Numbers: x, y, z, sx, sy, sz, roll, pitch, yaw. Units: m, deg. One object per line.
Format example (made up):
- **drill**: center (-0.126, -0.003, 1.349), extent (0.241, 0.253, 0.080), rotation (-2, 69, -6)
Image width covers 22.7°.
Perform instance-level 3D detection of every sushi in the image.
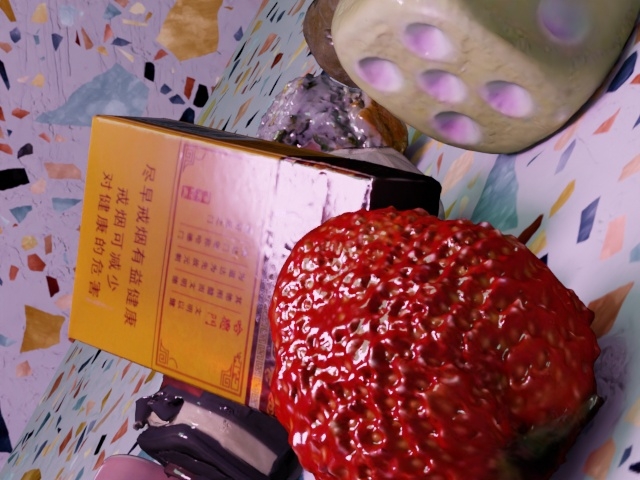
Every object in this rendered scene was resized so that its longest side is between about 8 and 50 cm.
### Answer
- **sushi**: center (-0.005, -0.104, 2.120), extent (0.274, 0.184, 0.139), rotation (-47, 16, 40)

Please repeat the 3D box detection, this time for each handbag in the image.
- **handbag**: center (-0.114, 0.205, 1.846), extent (0.181, 0.181, 0.254), rotation (-60, 11, -19)

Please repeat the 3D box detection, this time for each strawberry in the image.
- **strawberry**: center (0.080, 0.107, 1.273), extent (0.261, 0.257, 0.261), rotation (-46, 13, 13)

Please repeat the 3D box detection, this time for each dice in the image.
- **dice**: center (0.177, -0.260, 1.706), extent (0.252, 0.250, 0.254), rotation (-63, 15, -24)

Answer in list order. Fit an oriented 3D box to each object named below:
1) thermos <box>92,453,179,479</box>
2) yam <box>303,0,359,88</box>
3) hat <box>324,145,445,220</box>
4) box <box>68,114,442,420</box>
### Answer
- **thermos**: center (-0.256, 0.414, 1.925), extent (0.146, 0.176, 0.265), rotation (-1, 45, 35)
- **yam**: center (0.113, -0.336, 2.205), extent (0.300, 0.195, 0.195), rotation (-31, 30, 58)
- **hat**: center (0.027, 0.026, 1.765), extent (0.275, 0.232, 0.161), rotation (-62, 36, 34)
- **box**: center (-0.079, 0.027, 1.646), extent (0.415, 0.116, 0.264), rotation (14, 98, 40)
